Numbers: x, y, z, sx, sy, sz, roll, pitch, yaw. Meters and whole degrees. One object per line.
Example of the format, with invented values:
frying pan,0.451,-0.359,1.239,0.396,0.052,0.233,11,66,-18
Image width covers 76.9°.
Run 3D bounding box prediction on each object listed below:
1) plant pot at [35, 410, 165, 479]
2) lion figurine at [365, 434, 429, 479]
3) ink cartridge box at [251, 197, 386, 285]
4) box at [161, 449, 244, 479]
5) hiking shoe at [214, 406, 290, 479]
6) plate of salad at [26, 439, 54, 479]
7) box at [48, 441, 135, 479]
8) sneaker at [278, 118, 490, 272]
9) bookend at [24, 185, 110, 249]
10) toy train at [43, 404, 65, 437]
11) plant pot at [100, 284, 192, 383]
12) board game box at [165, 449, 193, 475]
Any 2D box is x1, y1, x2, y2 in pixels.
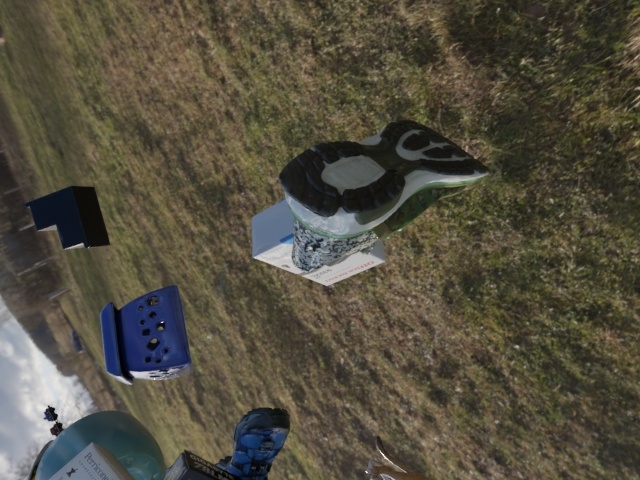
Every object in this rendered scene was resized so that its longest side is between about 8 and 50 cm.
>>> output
plant pot,-0.549,0.624,1.058,0.235,0.293,0.292,-7,113,45
lion figurine,0.224,0.679,0.968,0.241,0.392,0.142,14,125,4
ink cartridge box,0.000,0.000,1.101,0.223,0.308,0.128,-26,56,31
box,-0.189,0.547,0.649,0.293,0.295,0.073,40,163,-20
hiking shoe,-0.132,0.457,0.796,0.303,0.113,0.132,-63,28,25
plate of salad,-0.793,0.687,1.165,0.200,0.048,0.199,-175,90,-79
box,-0.399,0.491,0.741,0.181,0.119,0.181,40,146,12
sneaker,0.099,-0.066,0.629,0.158,0.411,0.181,50,140,26
bookend,-0.637,-0.041,1.017,0.157,0.072,0.157,-16,91,16
toy train,-0.798,0.574,1.221,0.027,0.036,0.158,-36,82,47
plant pot,-0.495,0.284,1.159,0.236,0.213,0.235,120,136,-60
board game box,-0.542,0.995,1.508,0.232,0.291,0.140,16,129,49
